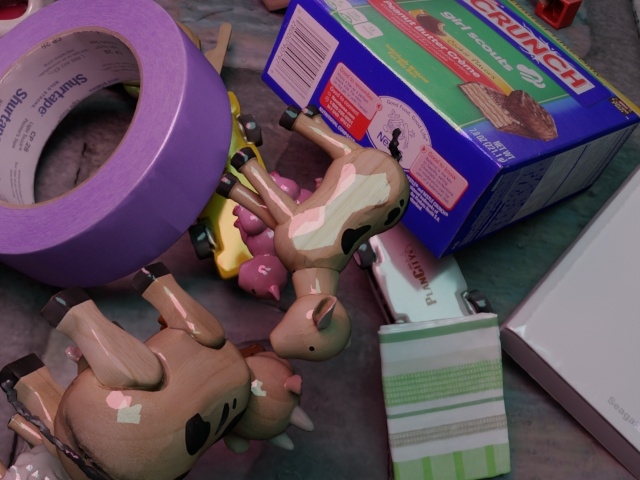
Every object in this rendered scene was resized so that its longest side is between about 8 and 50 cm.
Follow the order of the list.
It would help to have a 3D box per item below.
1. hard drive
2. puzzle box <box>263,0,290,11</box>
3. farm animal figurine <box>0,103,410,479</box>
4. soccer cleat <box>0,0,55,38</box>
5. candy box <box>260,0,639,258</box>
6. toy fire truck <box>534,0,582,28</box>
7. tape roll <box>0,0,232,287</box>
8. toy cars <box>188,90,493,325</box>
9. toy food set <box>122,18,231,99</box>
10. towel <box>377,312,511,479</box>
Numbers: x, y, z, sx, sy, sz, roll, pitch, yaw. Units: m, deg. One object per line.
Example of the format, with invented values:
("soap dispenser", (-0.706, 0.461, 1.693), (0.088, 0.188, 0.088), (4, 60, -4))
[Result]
("hard drive", (0.339, 0.062, 0.826), (0.203, 0.040, 0.307), (44, 62, 6))
("puzzle box", (0.122, -0.439, 1.012), (0.272, 0.052, 0.409), (1, 45, 45))
("farm animal figurine", (-0.073, 0.084, 0.606), (0.172, 0.330, 0.327), (43, 38, 10))
("soccer cleat", (-0.413, -0.184, 0.833), (0.116, 0.143, 0.331), (35, 61, 14))
("candy box", (0.146, -0.149, 0.839), (0.317, 0.122, 0.268), (-21, 61, -46))
("toy fire truck", (0.313, -0.382, 1.104), (0.135, 0.047, 0.192), (-26, 65, -19))
("tape roll", (-0.224, -0.098, 0.768), (0.275, 0.090, 0.274), (-9, 64, 20))
("toy cars", (0.000, 0.000, 0.815), (0.394, 0.087, 0.176), (27, 71, 4))
("toy food set", (-0.202, -0.212, 0.946), (0.192, 0.038, 0.132), (7, 51, 3))
("towel", (0.111, 0.144, 0.736), (0.113, 0.023, 0.152), (-6, 94, -9))
